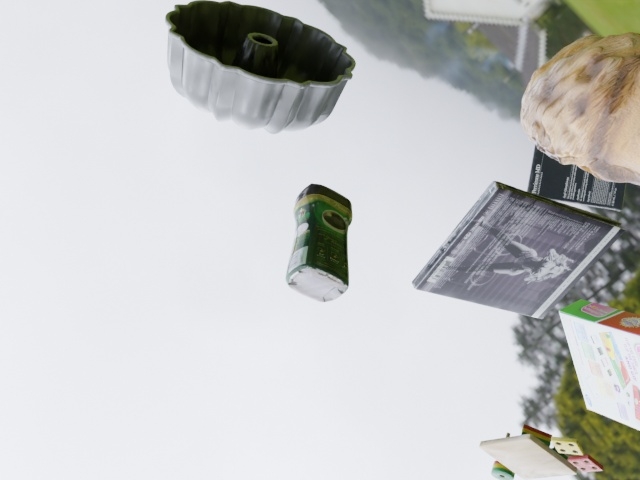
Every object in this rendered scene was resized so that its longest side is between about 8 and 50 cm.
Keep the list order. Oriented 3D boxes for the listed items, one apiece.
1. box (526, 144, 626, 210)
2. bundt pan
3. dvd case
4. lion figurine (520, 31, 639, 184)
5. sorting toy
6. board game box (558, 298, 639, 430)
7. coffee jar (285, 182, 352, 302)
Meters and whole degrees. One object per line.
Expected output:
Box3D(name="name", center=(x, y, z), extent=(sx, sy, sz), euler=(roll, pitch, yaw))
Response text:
Box3D(name="box", center=(0.517, -0.200, 1.869), extent=(0.184, 0.261, 0.103), euler=(11, -174, 16))
Box3D(name="bundt pan", center=(-0.114, -0.288, 1.634), extent=(0.331, 0.124, 0.331), euler=(14, -149, -9))
Box3D(name="dvd case", center=(0.239, 0.017, 1.147), extent=(0.221, 0.164, 0.018), euler=(14, -145, -33))
Box3D(name="lion figurine", center=(0.359, -0.069, 0.883), extent=(0.142, 0.240, 0.392), euler=(-2, -128, -45))
Box3D(name="sorting toy", center=(0.396, 0.389, 1.786), extent=(0.132, 0.274, 0.046), euler=(37, -124, -21))
Box3D(name="board game box", center=(0.623, 0.262, 1.907), extent=(0.316, 0.064, 0.242), euler=(18, 129, 66))
Box3D(name="coffee jar", center=(0.000, 0.000, 1.518), extent=(0.096, 0.079, 0.184), euler=(28, -134, -25))
